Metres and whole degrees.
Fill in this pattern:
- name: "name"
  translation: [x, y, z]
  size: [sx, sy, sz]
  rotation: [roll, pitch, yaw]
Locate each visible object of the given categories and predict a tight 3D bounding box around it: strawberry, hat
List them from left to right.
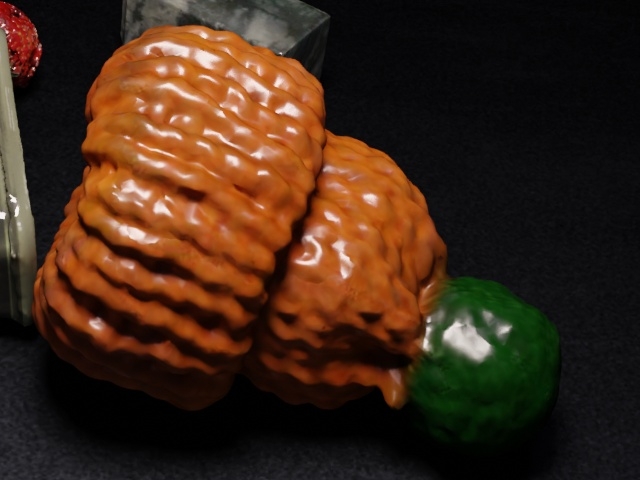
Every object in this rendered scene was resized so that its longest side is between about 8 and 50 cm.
- name: "strawberry"
  translation: [-0.288, -0.174, 1.669]
  size: [0.083, 0.083, 0.096]
  rotation: [3, 36, -8]
- name: "hat"
  translation: [0.000, 0.000, 1.399]
  size: [0.400, 0.285, 0.285]
  rotation: [13, 42, -1]

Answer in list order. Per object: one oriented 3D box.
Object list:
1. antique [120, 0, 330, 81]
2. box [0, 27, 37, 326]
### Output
- name: "antique"
  translation: [-0.093, -0.190, 1.712]
  size: [0.183, 0.088, 0.086]
  rotation: [28, 44, 18]
- name: "box"
  translation: [-0.324, -0.052, 1.487]
  size: [0.178, 0.138, 0.274]
  rotation: [-7, 44, -11]
